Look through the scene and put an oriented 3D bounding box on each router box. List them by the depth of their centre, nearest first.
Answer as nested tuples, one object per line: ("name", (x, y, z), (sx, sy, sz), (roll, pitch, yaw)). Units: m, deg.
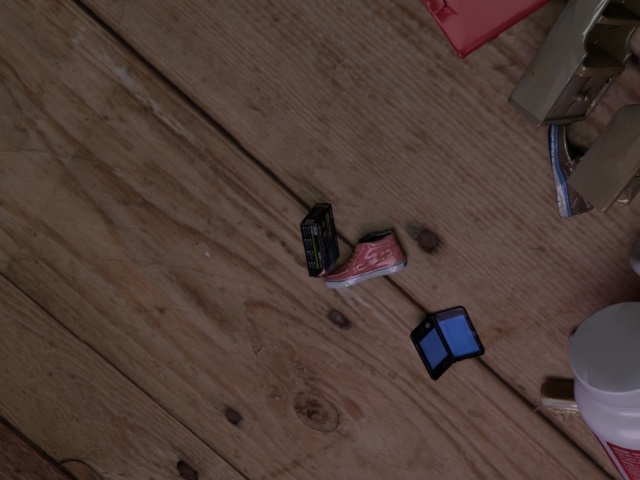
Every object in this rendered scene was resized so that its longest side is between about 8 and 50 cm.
("router box", (0.000, 0.000, 1.494), (0.038, 0.092, 0.122), (0, 118, 20))

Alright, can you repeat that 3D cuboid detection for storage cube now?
("storage cube", (0.249, -0.419, 1.117), (0.193, 0.183, 0.215), (-29, 104, 30))

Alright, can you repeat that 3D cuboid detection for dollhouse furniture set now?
("dollhouse furniture set", (0.507, -0.192, 1.055), (0.394, 0.362, 0.256), (48, 130, 28))

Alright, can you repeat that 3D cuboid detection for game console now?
("game console", (0.257, 0.210, 1.527), (0.071, 0.107, 0.122), (-4, 119, 54))

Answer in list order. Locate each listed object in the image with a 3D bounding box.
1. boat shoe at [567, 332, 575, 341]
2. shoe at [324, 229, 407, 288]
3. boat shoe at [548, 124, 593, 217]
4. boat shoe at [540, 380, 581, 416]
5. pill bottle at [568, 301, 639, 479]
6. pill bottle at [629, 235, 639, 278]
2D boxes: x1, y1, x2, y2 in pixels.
("boat shoe", (0.542, 0.210, 1.437), (0.142, 0.049, 0.040), (30, 90, 5))
("shoe", (0.079, 0.036, 1.505), (0.178, 0.063, 0.081), (-17, 109, 22))
("boat shoe", (0.430, -0.126, 1.286), (0.066, 0.066, 0.183), (-8, 124, 19))
("boat shoe", (0.522, 0.321, 1.497), (0.170, 0.063, 0.059), (8, 134, 15))
("pill bottle", (0.576, 0.291, 1.286), (0.229, 0.229, 0.407), (-18, 130, 28))
("pill bottle", (0.659, 0.090, 1.252), (0.162, 0.162, 0.278), (-36, 101, 32))
